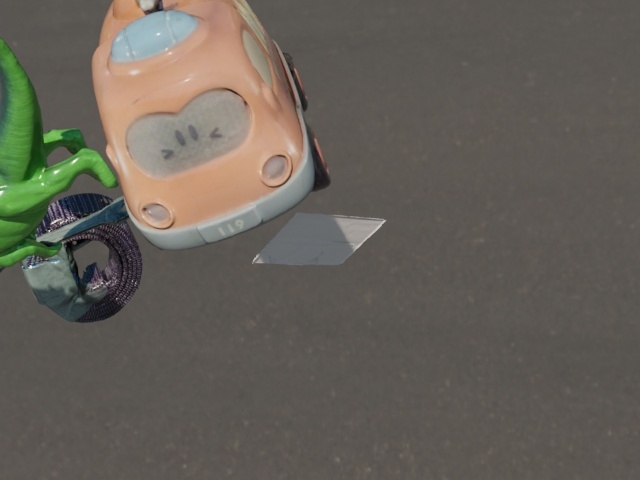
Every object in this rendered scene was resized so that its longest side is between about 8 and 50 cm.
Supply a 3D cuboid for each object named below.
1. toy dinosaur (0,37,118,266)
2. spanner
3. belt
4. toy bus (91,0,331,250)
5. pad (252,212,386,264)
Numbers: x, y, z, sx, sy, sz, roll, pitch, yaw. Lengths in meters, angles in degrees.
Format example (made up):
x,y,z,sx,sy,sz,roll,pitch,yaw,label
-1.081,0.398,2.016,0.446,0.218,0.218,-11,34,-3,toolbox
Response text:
x,y,z,sx,sy,sz,roll,pitch,yaw,label
-0.490,-0.074,1.289,0.374,0.500,0.144,-34,62,0,toy dinosaur
-0.458,-0.010,1.675,0.301,0.017,0.071,-21,42,9,spanner
-0.544,0.046,2.182,0.260,0.325,0.122,-23,46,-14,belt
-0.120,-0.146,0.930,0.194,0.232,0.288,-18,41,5,toy bus
0.000,0.000,1.759,0.232,0.156,0.004,3,52,-43,pad
